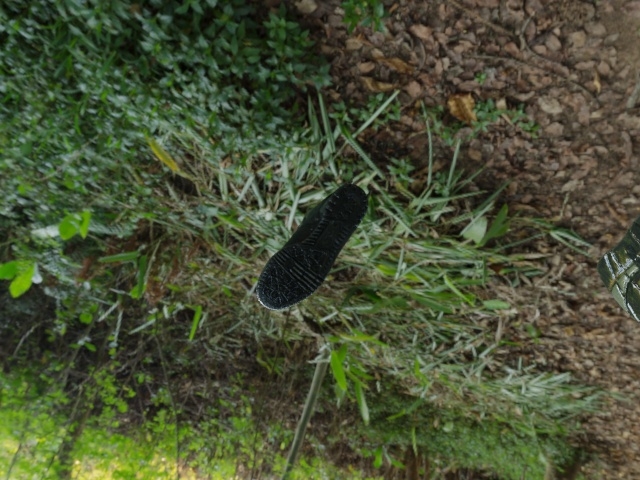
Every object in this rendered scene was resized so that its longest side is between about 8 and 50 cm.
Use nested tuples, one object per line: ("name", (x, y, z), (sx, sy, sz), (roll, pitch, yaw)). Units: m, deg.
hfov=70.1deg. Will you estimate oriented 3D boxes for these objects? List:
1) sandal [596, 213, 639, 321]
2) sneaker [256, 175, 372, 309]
("sandal", (0.388, 0.015, 0.477), (0.086, 0.120, 0.303), (-23, 164, 6))
("sneaker", (-0.002, -0.002, 0.458), (0.051, 0.170, 0.089), (41, 169, -5))
